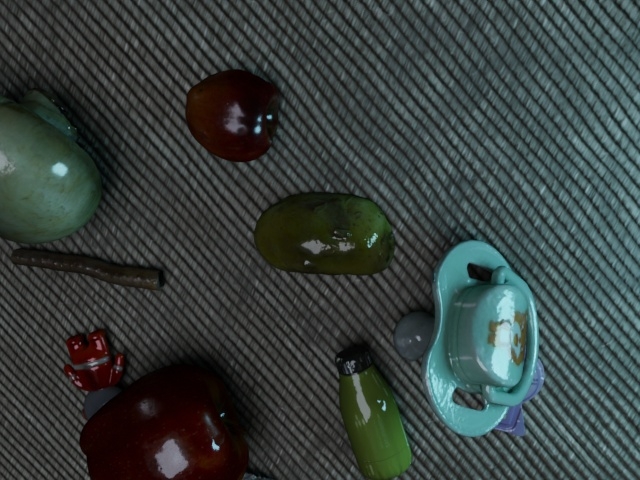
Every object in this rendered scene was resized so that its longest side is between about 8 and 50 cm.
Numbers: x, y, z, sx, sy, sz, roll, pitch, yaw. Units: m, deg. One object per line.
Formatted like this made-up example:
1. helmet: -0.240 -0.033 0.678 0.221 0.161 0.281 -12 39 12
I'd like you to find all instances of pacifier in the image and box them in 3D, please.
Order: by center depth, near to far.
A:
1. pacifier: 0.251 0.176 1.346 0.288 0.269 0.344 24 71 -33

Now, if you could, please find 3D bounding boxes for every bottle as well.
1. bottle: 0.096 0.334 1.457 0.112 0.112 0.260 -14 102 14

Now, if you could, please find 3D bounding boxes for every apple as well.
1. apple: -0.162 -0.225 1.336 0.158 0.147 0.156 8 128 9
2. apple: -0.299 0.394 1.459 0.316 0.288 0.288 -23 100 12

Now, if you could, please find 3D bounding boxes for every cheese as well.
1. cheese: 0.368 0.286 1.428 0.105 0.042 0.191 14 108 8

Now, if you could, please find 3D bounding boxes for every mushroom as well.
1. mushroom: -0.564 -0.145 1.370 0.352 0.352 0.260 37 66 -1

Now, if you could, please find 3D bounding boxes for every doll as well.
1. doll: -0.466 0.314 1.581 0.142 0.076 0.245 -15 98 15

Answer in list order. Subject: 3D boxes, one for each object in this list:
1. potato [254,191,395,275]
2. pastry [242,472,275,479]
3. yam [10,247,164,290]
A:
1. potato: 0.000 0.000 1.385 0.271 0.111 0.160 5 108 10
2. pastry: -0.221 0.548 1.568 0.264 0.112 0.103 3 115 4
3. yam: -0.480 0.057 1.528 0.326 0.045 0.045 9 138 10
